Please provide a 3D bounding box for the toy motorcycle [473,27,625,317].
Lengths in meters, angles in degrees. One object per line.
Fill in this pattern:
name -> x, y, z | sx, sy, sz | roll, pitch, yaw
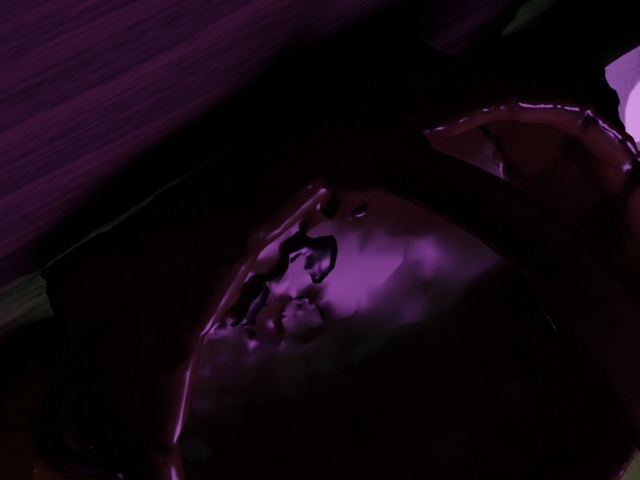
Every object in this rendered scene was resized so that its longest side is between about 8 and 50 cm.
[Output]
toy motorcycle -> 0.108, 0.035, 1.343 | 0.172, 0.232, 0.416 | -17, 162, -36

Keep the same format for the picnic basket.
picnic basket -> 0.075, 0.074, 0.948 | 0.337, 0.293, 0.337 | -16, -152, 9

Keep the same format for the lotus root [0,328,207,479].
lotus root -> -0.119, 0.125, 1.174 | 0.154, 0.154, 0.278 | -37, 176, -3

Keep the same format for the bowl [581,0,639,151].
bowl -> 0.352, -0.105, 1.506 | 0.435, 0.435, 0.196 | -43, -146, 40
